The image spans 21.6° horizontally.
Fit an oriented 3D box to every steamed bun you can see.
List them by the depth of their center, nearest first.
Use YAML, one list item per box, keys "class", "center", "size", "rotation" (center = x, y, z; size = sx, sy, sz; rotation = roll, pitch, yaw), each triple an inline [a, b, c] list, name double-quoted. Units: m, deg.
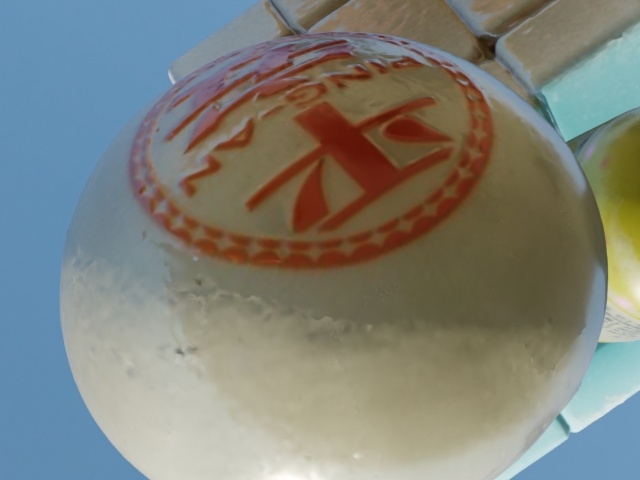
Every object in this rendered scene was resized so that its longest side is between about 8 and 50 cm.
- class: "steamed bun"
  center: [0.000, 0.000, 0.694]
  size: [0.232, 0.145, 0.231]
  rotation: [-8, -132, 9]

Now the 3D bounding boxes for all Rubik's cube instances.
- class: "Rubik's cube"
  center: [0.118, -0.052, 1.325]
  size: [0.322, 0.316, 0.318]
  rotation: [55, -178, -38]

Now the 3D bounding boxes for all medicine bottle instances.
- class: "medicine bottle"
  center: [0.186, -0.014, 0.881]
  size: [0.122, 0.212, 0.121]
  rotation: [2, -99, -13]
